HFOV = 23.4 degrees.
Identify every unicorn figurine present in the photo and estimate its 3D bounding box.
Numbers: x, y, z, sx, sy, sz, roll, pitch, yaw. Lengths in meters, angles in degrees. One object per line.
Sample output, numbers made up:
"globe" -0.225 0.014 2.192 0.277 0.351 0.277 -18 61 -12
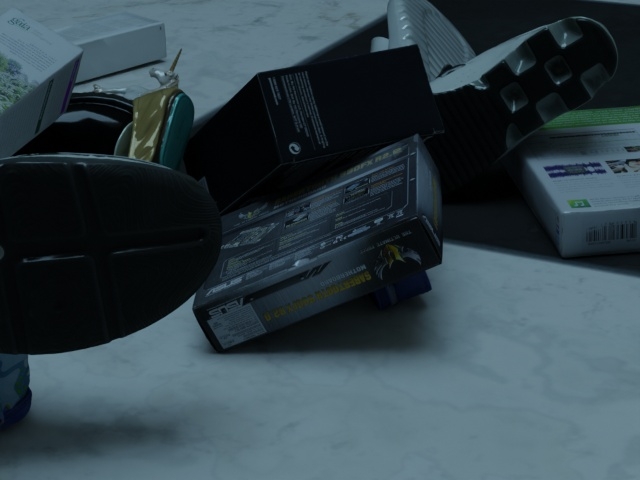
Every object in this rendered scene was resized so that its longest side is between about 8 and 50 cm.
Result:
"unicorn figurine" -0.252 -0.188 2.045 0.111 0.060 0.162 3 40 10

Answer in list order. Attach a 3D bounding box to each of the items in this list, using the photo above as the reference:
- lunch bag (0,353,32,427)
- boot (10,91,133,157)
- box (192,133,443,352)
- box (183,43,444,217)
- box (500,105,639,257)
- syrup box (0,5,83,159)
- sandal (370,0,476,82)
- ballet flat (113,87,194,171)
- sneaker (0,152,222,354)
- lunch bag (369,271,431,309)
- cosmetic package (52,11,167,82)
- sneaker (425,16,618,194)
"lunch bag" -0.365 0.114 1.296 0.219 0.090 0.176 -20 30 -36
"boot" -0.341 -0.052 1.631 0.348 0.131 0.260 -7 21 1
"box" 0.000 0.000 1.453 0.231 0.056 0.183 -22 23 14
"box" -0.016 -0.105 1.613 0.184 0.103 0.261 -10 -9 -25
"box" 0.341 -0.075 1.727 0.232 0.058 0.322 -4 25 -5
"syrup box" -0.346 -0.131 1.544 0.093 0.096 0.237 33 42 7
"sandal" 0.120 -0.214 1.996 0.102 0.169 0.416 -38 14 20
"ballet flat" -0.188 -0.058 1.619 0.073 0.080 0.232 -2 55 20
"sneaker" -0.314 -0.019 1.276 0.448 0.169 0.257 -10 25 -7
"lunch bag" 0.062 0.024 1.498 0.065 0.067 0.098 -22 23 -3
"cosmetic package" -0.346 -0.271 2.226 0.239 0.060 0.099 -22 28 -38
"sneaker" 0.184 -0.150 1.760 0.330 0.122 0.146 -25 9 13
